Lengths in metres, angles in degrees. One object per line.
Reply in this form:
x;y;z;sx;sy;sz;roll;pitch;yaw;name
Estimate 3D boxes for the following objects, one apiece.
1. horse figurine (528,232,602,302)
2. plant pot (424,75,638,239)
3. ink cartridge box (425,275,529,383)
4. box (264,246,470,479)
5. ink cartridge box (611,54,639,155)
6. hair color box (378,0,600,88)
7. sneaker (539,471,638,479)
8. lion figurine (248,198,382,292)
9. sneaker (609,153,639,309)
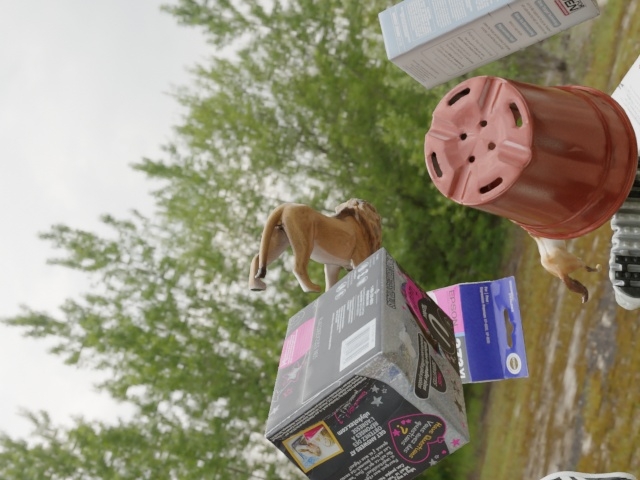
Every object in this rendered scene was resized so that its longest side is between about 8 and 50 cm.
0.513;0.011;1.785;0.175;0.263;0.066;-6;-25;-41;horse figurine
0.327;-0.145;1.339;0.265;0.272;0.272;5;-78;-43;plant pot
0.229;0.181;1.527;0.371;0.069;0.175;-21;71;56;ink cartridge box
0.057;0.147;0.910;0.163;0.142;0.247;-39;16;18;box
0.696;-0.266;1.751;0.219;0.093;0.160;116;146;-43;ink cartridge box
0.325;-0.441;1.594;0.185;0.375;0.113;17;-122;-56;hair color box
0.520;0.522;1.625;0.079;0.217;0.121;68;-155;-15;sneaker
0.000;0.000;1.641;0.392;0.142;0.240;20;-112;-55;lion figurine
0.557;-0.016;1.442;0.118;0.110;0.292;59;-136;-63;sneaker
